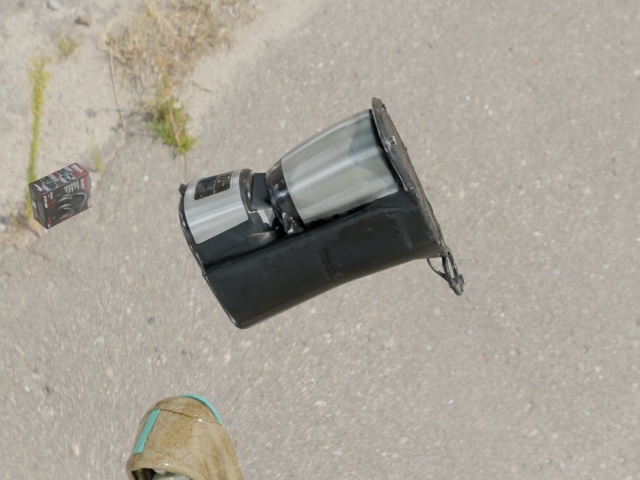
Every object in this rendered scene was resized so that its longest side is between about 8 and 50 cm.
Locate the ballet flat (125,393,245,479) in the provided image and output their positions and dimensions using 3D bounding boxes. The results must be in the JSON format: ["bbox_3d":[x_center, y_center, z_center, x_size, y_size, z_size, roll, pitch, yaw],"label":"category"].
[{"bbox_3d":[-0.088,0.311,0.723,0.342,0.116,0.124,66,25,-13],"label":"ballet flat"}]

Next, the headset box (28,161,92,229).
[{"bbox_3d":[-0.345,-0.062,1.026,0.032,0.062,0.083,35,47,25],"label":"headset box"}]

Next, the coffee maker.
[{"bbox_3d":[0.000,0.000,0.605,0.178,0.120,0.171,-23,92,13],"label":"coffee maker"}]
